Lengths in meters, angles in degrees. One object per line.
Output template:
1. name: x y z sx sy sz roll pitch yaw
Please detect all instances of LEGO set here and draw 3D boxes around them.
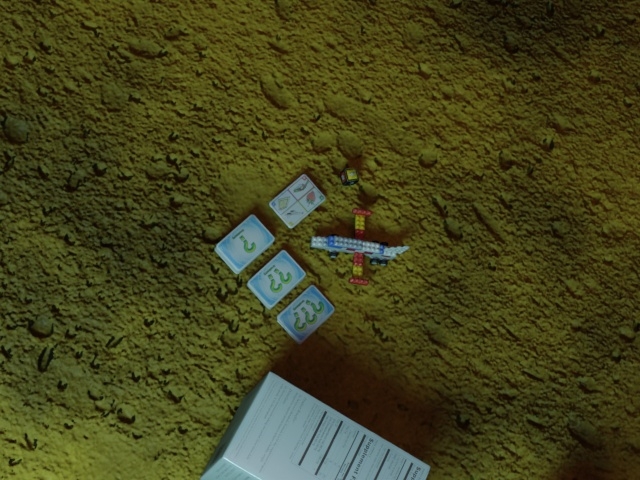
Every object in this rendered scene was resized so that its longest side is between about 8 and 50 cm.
1. LEGO set: 0.000 0.000 1.896 0.244 0.060 0.182 -41 90 -26

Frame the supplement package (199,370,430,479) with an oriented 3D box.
1. supplement package: -0.008 0.299 1.735 0.244 0.139 0.134 31 63 -4
